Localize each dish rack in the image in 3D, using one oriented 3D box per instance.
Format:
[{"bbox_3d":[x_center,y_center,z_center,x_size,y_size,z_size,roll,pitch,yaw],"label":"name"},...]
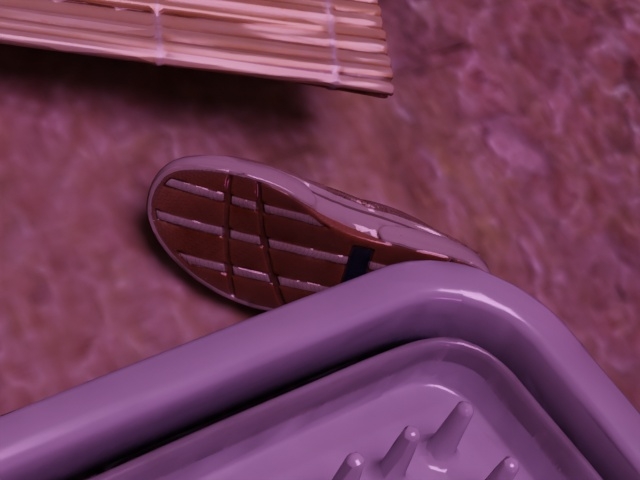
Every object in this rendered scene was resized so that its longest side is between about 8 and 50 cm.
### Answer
[{"bbox_3d":[0.036,0.173,0.406,0.285,0.072,0.333,-20,61,-33],"label":"dish rack"}]

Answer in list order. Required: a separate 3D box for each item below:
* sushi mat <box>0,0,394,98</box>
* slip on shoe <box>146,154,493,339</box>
[{"bbox_3d":[-0.127,-0.136,0.521,0.316,0.019,0.151,6,65,-17],"label":"sushi mat"},{"bbox_3d":[0.000,0.000,0.534,0.135,0.051,0.041,15,20,-12],"label":"slip on shoe"}]
